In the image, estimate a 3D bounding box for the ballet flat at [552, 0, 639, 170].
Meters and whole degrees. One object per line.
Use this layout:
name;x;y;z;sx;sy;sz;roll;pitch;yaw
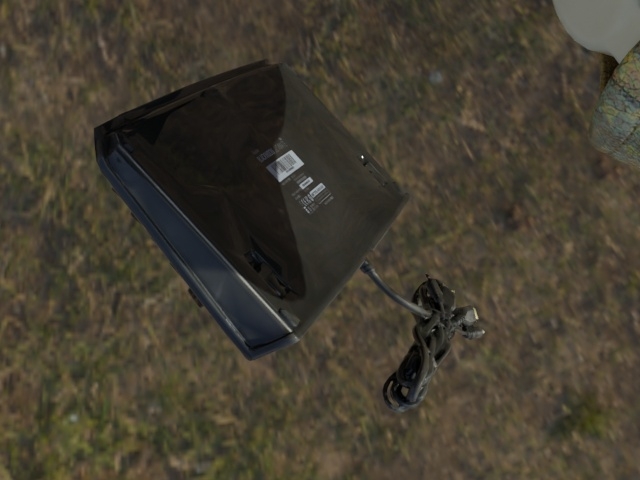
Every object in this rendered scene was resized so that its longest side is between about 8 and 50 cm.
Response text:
ballet flat;0.153;-0.128;0.664;0.123;0.348;0.123;2;122;2

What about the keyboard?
keyboard;0.000;0.000;0.731;0.033;0.317;0.201;-43;91;18
